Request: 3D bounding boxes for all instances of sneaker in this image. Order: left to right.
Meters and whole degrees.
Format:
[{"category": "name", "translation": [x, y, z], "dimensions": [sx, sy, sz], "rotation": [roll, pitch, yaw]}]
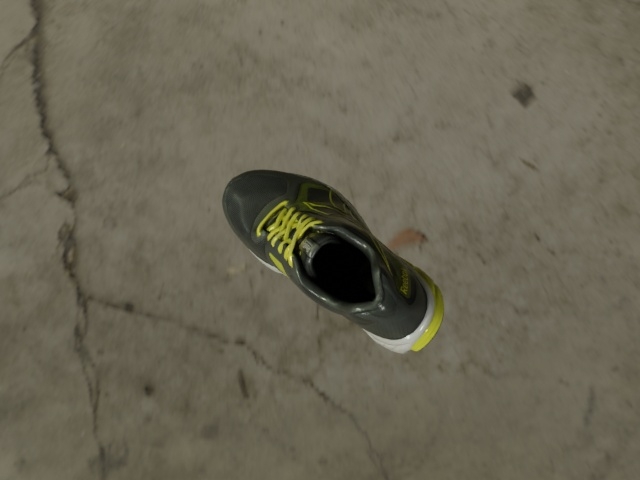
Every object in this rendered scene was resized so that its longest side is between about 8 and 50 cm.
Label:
[{"category": "sneaker", "translation": [0.000, 0.000, 0.449], "dimensions": [0.083, 0.035, 0.031], "rotation": [34, 90, 32]}]
